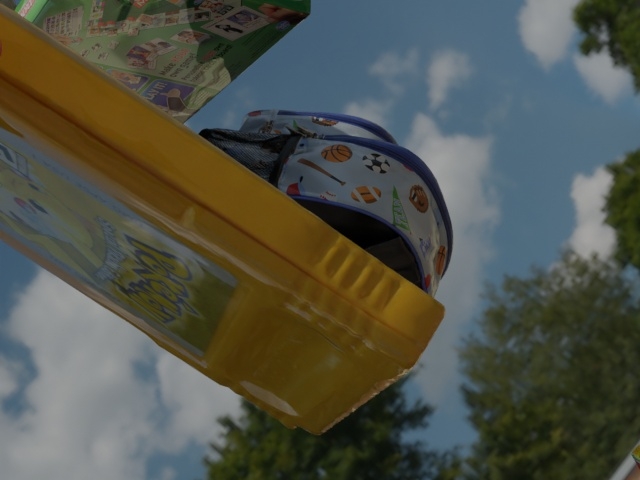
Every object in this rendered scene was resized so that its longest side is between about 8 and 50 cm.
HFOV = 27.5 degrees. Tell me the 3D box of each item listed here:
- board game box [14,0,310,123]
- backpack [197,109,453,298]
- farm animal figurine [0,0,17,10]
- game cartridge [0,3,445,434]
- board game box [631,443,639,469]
[{"bbox_3d":[-0.175,-0.192,1.231,0.213,0.046,0.317,11,-20,-27],"label":"board game box"},{"bbox_3d":[0.000,0.000,1.314,0.213,0.263,0.277,-62,-29,-34],"label":"backpack"},{"bbox_3d":[-0.235,-0.301,1.469,0.330,0.172,0.327,20,-71,-31],"label":"farm animal figurine"},{"bbox_3d":[-0.105,-0.001,0.766,0.053,0.323,0.285,-55,-1,-19],"label":"game cartridge"},{"bbox_3d":[0.371,0.285,1.179,0.039,0.124,0.259,-43,-53,-6],"label":"board game box"}]
